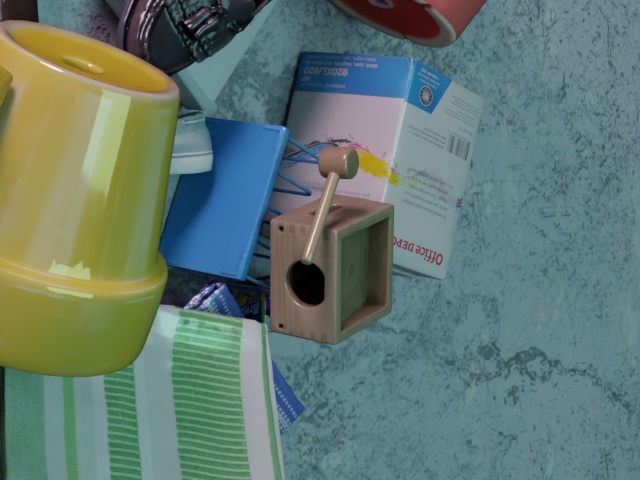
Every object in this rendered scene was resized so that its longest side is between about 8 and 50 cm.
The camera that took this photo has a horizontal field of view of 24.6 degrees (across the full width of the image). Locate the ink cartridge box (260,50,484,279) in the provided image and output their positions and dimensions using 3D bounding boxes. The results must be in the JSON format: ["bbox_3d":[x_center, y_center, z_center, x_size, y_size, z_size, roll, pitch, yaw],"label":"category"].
[{"bbox_3d":[0.063,-0.087,1.748,0.171,0.168,0.233,20,81,-53],"label":"ink cartridge box"}]

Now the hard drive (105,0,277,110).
[{"bbox_3d":[-0.156,-0.312,1.524,0.203,0.040,0.307,-61,138,-24],"label":"hard drive"}]

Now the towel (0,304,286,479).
[{"bbox_3d":[-0.168,0.165,1.415,0.325,0.038,0.248,13,58,-40],"label":"towel"}]

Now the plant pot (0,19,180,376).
[{"bbox_3d":[-0.234,-0.048,1.251,0.254,0.254,0.239,1,116,-53],"label":"plant pot"}]

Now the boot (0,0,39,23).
[{"bbox_3d":[-0.291,-0.208,1.357,0.248,0.090,0.207,-62,151,-25],"label":"boot"}]

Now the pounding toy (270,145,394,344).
[{"bbox_3d":[-0.005,-0.003,1.547,0.181,0.094,0.206,-25,120,-55],"label":"pounding toy"}]

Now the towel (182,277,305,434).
[{"bbox_3d":[-0.167,0.232,1.573,0.336,0.040,0.243,-47,134,-20],"label":"towel"}]

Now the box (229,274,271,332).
[{"bbox_3d":[-0.034,0.069,1.744,0.169,0.059,0.054,-10,104,-51],"label":"box"}]

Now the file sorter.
[{"bbox_3d":[-0.084,-0.035,1.614,0.104,0.118,0.170,30,74,-55],"label":"file sorter"}]

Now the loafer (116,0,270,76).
[{"bbox_3d":[-0.091,-0.273,1.502,0.302,0.095,0.109,-52,134,-32],"label":"loafer"}]

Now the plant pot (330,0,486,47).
[{"bbox_3d":[0.121,-0.377,1.713,0.275,0.275,0.243,36,79,-50],"label":"plant pot"}]

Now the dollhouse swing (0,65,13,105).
[{"bbox_3d":[-0.451,-0.039,1.011,0.347,0.315,0.305,40,46,-49],"label":"dollhouse swing"}]

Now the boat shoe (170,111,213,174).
[{"bbox_3d":[-0.194,-0.105,1.497,0.227,0.079,0.081,-7,93,-57],"label":"boat shoe"}]
